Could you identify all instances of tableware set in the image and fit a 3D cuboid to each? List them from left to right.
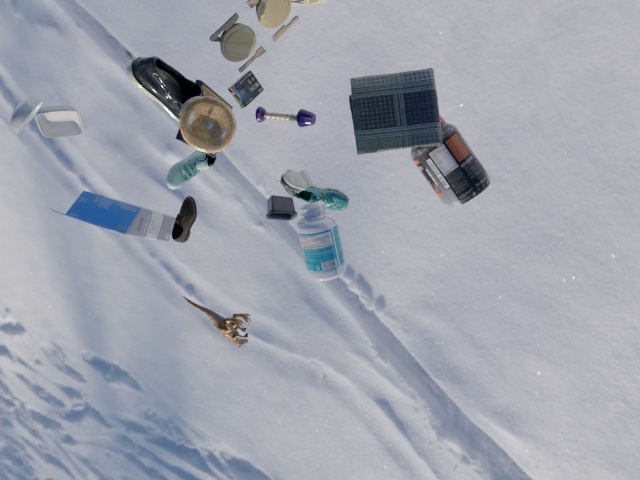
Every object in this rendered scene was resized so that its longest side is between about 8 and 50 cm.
[{"bbox_3d":[-0.149,-0.482,0.894,0.194,0.128,0.039,-39,68,8],"label":"tableware set"}]

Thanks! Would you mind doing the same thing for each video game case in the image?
[{"bbox_3d":[-0.485,-0.504,1.708,0.035,0.275,0.248,21,92,14],"label":"video game case"}]

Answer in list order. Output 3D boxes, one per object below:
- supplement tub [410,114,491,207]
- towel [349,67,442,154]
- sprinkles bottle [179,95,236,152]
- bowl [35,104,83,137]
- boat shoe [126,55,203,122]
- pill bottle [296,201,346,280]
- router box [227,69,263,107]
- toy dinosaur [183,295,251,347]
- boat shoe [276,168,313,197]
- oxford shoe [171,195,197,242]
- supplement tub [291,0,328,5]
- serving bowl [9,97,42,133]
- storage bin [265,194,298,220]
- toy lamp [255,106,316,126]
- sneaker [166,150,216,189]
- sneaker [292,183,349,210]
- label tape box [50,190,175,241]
[{"bbox_3d":[0.502,-0.314,1.607,0.207,0.207,0.338,-32,99,33],"label":"supplement tub"},{"bbox_3d":[0.272,-0.475,1.489,0.324,0.056,0.312,-5,80,4],"label":"towel"},{"bbox_3d":[-0.290,-0.299,1.010,0.121,0.355,0.121,-6,110,-17],"label":"sprinkles bottle"},{"bbox_3d":[-0.972,-0.450,1.498,0.053,0.141,0.142,66,152,15],"label":"bowl"},{"bbox_3d":[-0.434,-0.465,1.282,0.113,0.340,0.127,-14,62,26],"label":"boat shoe"},{"bbox_3d":[0.000,0.000,1.438,0.146,0.146,0.264,-3,108,29],"label":"pill bottle"},{"bbox_3d":[-0.300,-0.609,1.624,0.038,0.122,0.092,11,146,50],"label":"router box"},{"bbox_3d":[-0.244,0.210,1.016,0.112,0.064,0.211,-24,120,21],"label":"toy dinosaur"},{"bbox_3d":[-0.101,-0.214,1.496,0.079,0.254,0.095,-32,96,18],"label":"boat shoe"},{"bbox_3d":[-0.645,-0.101,1.901,0.082,0.096,0.227,12,89,11],"label":"oxford shoe"},{"bbox_3d":[-0.076,-0.959,1.415,0.324,0.235,0.236,-9,110,-7],"label":"supplement tub"},{"bbox_3d":[-0.600,-0.257,0.813,0.083,0.083,0.027,-29,129,33],"label":"serving bowl"},{"bbox_3d":[-0.179,-0.145,1.799,0.098,0.135,0.091,-32,59,53],"label":"storage bin"},{"bbox_3d":[-0.151,-0.543,1.764,0.274,0.080,0.080,13,116,20],"label":"toy lamp"},{"bbox_3d":[-0.589,-0.333,1.849,0.151,0.256,0.094,9,143,43],"label":"sneaker"},{"bbox_3d":[-0.002,-0.191,1.853,0.275,0.110,0.107,15,116,17],"label":"sneaker"},{"bbox_3d":[-0.738,-0.092,1.475,0.249,0.347,0.115,16,85,11],"label":"label tape box"}]
